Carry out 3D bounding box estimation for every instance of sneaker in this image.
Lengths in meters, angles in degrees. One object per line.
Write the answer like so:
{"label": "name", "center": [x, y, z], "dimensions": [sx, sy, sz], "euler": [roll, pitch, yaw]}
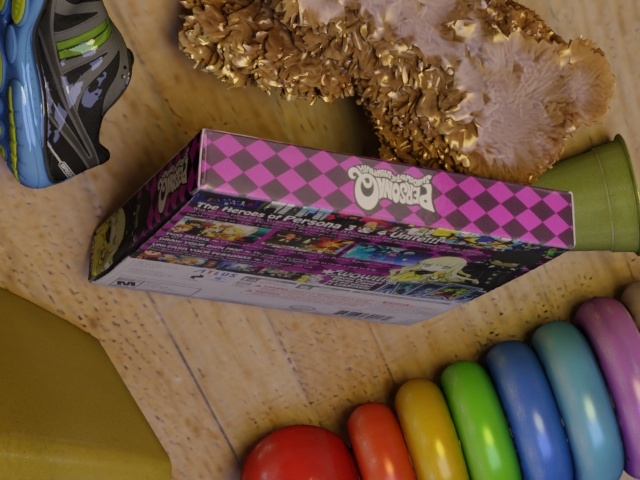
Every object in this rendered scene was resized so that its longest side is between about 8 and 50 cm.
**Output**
{"label": "sneaker", "center": [-0.146, -0.120, 0.911], "dimensions": [0.078, 0.067, 0.188], "euler": [-13, 125, -31]}

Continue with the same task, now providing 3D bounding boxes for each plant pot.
{"label": "plant pot", "center": [0.168, -0.023, 1.062], "dimensions": [0.079, 0.083, 0.083], "euler": [-11, 123, 3]}
{"label": "plant pot", "center": [-0.218, 0.145, 0.964], "dimensions": [0.187, 0.212, 0.212], "euler": [11, 116, -37]}

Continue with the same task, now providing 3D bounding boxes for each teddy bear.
{"label": "teddy bear", "center": [0.024, -0.171, 0.917], "dimensions": [0.338, 0.113, 0.245], "euler": [29, 101, -22]}

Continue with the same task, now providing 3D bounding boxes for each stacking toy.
{"label": "stacking toy", "center": [0.104, 0.137, 1.113], "dimensions": [0.330, 0.141, 0.141], "euler": [-17, 124, 1]}

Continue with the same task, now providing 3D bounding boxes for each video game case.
{"label": "video game case", "center": [0.000, 0.000, 0.958], "dimensions": [0.232, 0.042, 0.210], "euler": [8, 162, -22]}
